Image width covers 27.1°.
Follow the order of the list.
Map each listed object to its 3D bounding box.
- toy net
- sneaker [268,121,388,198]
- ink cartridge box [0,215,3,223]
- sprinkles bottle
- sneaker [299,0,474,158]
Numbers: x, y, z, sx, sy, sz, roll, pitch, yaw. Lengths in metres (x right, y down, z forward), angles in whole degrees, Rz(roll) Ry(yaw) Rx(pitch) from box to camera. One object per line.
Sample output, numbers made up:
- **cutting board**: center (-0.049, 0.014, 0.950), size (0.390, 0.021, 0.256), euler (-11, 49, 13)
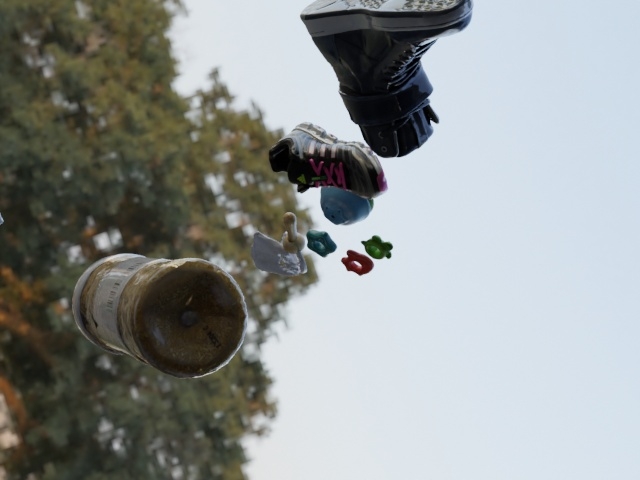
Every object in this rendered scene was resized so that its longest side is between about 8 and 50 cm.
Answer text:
- **toy net**: center (0.000, 0.000, 1.668), size (0.122, 0.045, 0.232), euler (45, -36, -13)
- **sneaker**: center (0.004, -0.079, 1.482), size (0.170, 0.075, 0.063), euler (30, -37, 43)
- **ink cartridge box**: center (-0.388, -0.095, 1.181), size (0.212, 0.093, 0.154), euler (45, -20, 15)
- **sprinkles bottle**: center (-0.186, 0.077, 1.462), size (0.355, 0.121, 0.121), euler (1, -71, 70)
- **sneaker**: center (0.087, -0.159, 1.246), size (0.226, 0.086, 0.163), euler (10, -51, 58)
